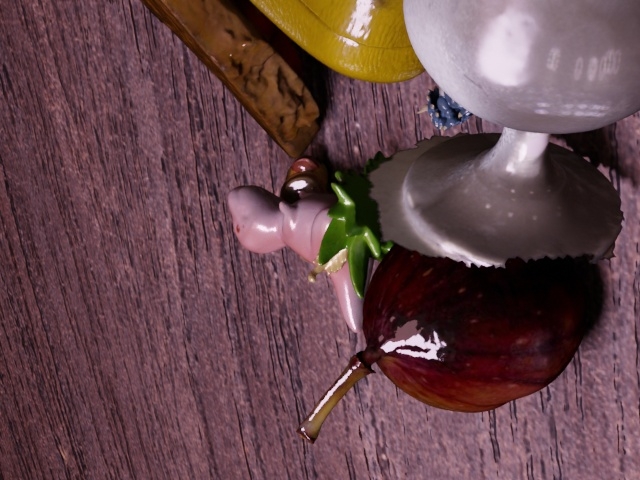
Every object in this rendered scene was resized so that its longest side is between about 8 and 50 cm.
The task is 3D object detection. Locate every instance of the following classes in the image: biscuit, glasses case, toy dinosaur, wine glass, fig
[{"bbox_3d":[-0.144,-0.261,1.480,0.394,0.076,0.368,46,180,37],"label":"biscuit"},{"bbox_3d":[-0.013,-0.283,1.338,0.371,0.173,0.141,48,139,29],"label":"glasses case"},{"bbox_3d":[-0.002,0.004,1.459,0.177,0.152,0.194,-37,94,38],"label":"toy dinosaur"},{"bbox_3d":[0.124,-0.133,1.363,0.047,0.030,0.083,60,143,7],"label":"toy dinosaur"},{"bbox_3d":[0.167,-0.151,1.133,0.238,0.238,0.323,38,138,35],"label":"wine glass"},{"bbox_3d":[0.106,0.071,1.308,0.203,0.249,0.186,-5,94,52],"label":"fig"}]

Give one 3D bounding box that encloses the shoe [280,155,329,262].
[{"bbox_3d":[-0.014,-0.034,1.561,0.072,0.069,0.109,-24,102,18],"label":"shoe"}]
